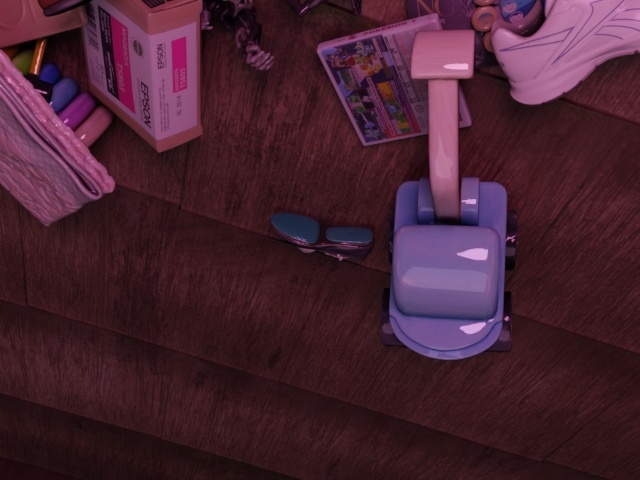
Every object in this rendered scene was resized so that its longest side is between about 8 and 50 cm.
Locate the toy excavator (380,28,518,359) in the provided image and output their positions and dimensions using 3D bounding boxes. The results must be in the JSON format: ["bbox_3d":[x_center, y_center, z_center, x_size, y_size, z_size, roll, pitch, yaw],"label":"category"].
[{"bbox_3d":[0.197,-0.038,1.041,0.222,0.434,0.445,3,171,12],"label":"toy excavator"}]

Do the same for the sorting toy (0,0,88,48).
[{"bbox_3d":[-0.425,-0.388,0.978,0.208,0.038,0.193,-4,106,28],"label":"sorting toy"}]

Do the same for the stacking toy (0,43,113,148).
[{"bbox_3d":[-0.500,-0.274,1.106,0.141,0.141,0.330,-26,119,34],"label":"stacking toy"}]

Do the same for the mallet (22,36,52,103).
[{"bbox_3d":[-0.417,-0.299,1.047,0.062,0.039,0.190,22,93,-17],"label":"mallet"}]

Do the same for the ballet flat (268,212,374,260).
[{"bbox_3d":[0.000,0.000,1.295,0.203,0.074,0.074,10,136,1],"label":"ballet flat"}]

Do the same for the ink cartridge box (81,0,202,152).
[{"bbox_3d":[-0.263,-0.278,1.001,0.193,0.088,0.235,40,143,26],"label":"ink cartridge box"}]

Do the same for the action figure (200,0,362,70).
[{"bbox_3d":[-0.092,-0.332,0.930,0.275,0.141,0.164,-9,143,20],"label":"action figure"}]

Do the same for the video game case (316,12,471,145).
[{"bbox_3d":[0.116,-0.235,1.040,0.183,0.023,0.201,-8,140,24],"label":"video game case"}]

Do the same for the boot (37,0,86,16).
[{"bbox_3d":[-0.308,-0.439,0.790,0.264,0.096,0.280,-40,113,6],"label":"boot"}]

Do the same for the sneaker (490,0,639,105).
[{"bbox_3d":[0.354,-0.290,0.863,0.297,0.111,0.129,-31,121,25],"label":"sneaker"}]

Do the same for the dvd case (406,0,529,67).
[{"bbox_3d":[0.200,-0.335,0.939,0.164,0.018,0.221,-2,134,16],"label":"dvd case"}]

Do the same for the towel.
[{"bbox_3d":[-0.495,-0.170,1.076,0.316,0.053,0.332,-10,124,52],"label":"towel"}]

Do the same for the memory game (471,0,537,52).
[{"bbox_3d":[0.292,-0.322,0.912,0.186,0.012,0.186,1,134,1],"label":"memory game"}]
